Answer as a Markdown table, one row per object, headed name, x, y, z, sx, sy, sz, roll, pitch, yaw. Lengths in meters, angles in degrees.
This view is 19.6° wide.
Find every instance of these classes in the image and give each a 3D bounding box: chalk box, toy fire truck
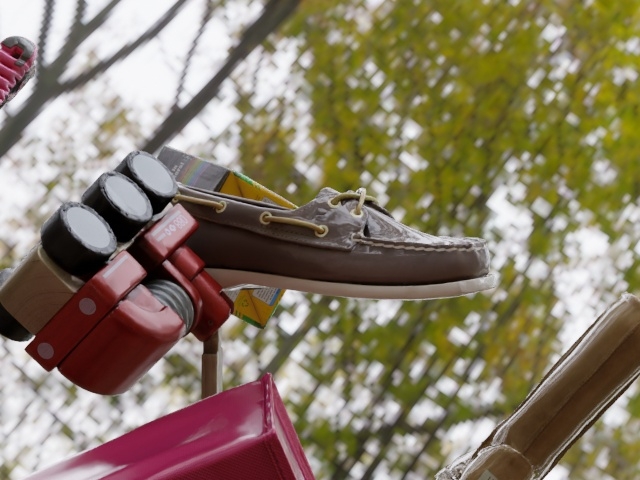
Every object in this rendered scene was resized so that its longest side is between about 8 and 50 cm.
| name | x | y | z | sx | sy | sz | roll | pitch | yaw |
| --- | --- | --- | --- | --- | --- | --- | --- | --- | --- |
| chalk box | -0.123 | -0.009 | 1.968 | 0.132 | 0.132 | 0.213 | 31 | -4 | -30 |
| toy fire truck | -0.145 | 0.081 | 1.566 | 0.246 | 0.217 | 0.158 | 44 | -65 | -2 |

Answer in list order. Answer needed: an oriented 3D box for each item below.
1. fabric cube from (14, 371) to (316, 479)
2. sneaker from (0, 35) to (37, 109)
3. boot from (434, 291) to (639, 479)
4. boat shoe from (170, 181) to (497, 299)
| name | x | y | z | sx | sy | sz | roll | pitch | yaw |
| --- | --- | --- | --- | --- | --- | --- | --- | --- | --- |
| fabric cube | -0.099 | 0.260 | 1.160 | 0.254 | 0.258 | 0.259 | -140 | -152 | -87 |
| sneaker | -0.312 | -0.139 | 1.777 | 0.047 | 0.119 | 0.057 | 36 | -22 | 13 |
| boot | 0.239 | 0.175 | 1.871 | 0.089 | 0.269 | 0.236 | 41 | 1 | 0 |
| boat shoe | 0.000 | 0.000 | 1.645 | 0.324 | 0.116 | 0.096 | 3 | -88 | 26 |
